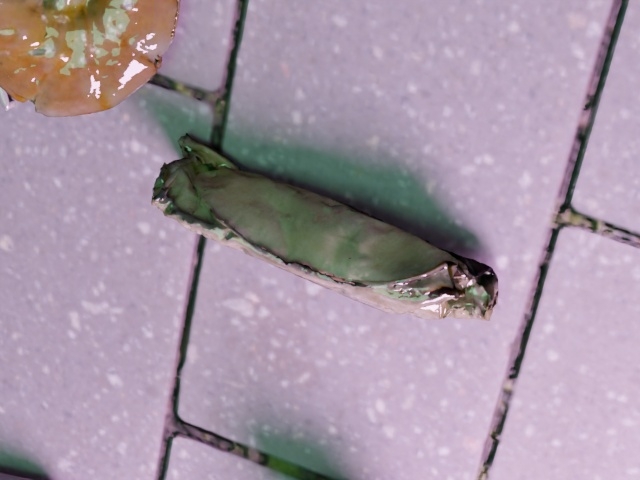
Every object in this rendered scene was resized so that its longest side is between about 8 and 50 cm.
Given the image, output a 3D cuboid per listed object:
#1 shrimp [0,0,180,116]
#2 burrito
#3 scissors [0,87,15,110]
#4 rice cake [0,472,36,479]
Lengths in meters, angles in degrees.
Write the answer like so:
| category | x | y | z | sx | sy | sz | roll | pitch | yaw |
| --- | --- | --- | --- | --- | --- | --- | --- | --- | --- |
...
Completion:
| category | x | y | z | sx | sy | sz | roll | pitch | yaw |
| --- | --- | --- | --- | --- | --- | --- | --- | --- | --- |
| shrimp | -0.171 | -0.204 | 1.037 | 0.145 | 0.061 | 0.267 | -12 | 104 | 15 |
| burrito | 0.001 | 0.000 | 1.062 | 0.229 | 0.063 | 0.058 | 25 | 93 | 11 |
| scissors | -0.236 | -0.166 | 1.102 | 0.085 | 0.022 | 0.176 | -14 | 104 | 31 |
| rice cake | -0.346 | 0.183 | 1.291 | 0.365 | 0.056 | 0.072 | 13 | 124 | 16 |
